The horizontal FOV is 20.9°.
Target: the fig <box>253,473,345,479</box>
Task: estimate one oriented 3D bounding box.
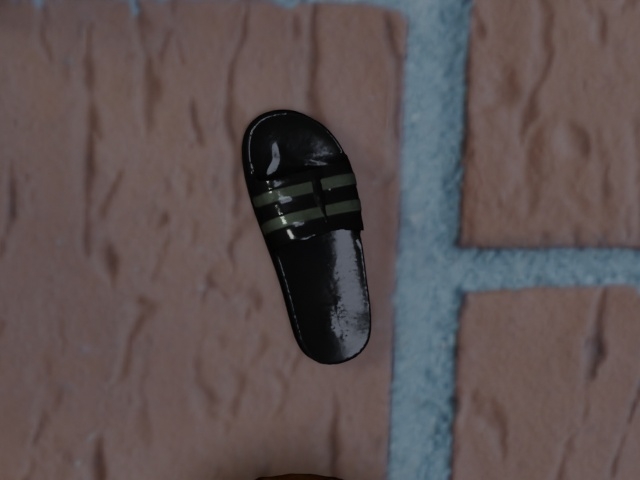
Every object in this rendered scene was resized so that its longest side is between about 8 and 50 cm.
[{"bbox_3d":[-0.003,0.252,1.123,0.205,0.205,0.205,-3,100,-15],"label":"fig"}]

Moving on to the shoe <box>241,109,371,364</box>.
[{"bbox_3d":[0.000,0.000,1.151,0.071,0.049,0.179,-16,104,-14],"label":"shoe"}]
